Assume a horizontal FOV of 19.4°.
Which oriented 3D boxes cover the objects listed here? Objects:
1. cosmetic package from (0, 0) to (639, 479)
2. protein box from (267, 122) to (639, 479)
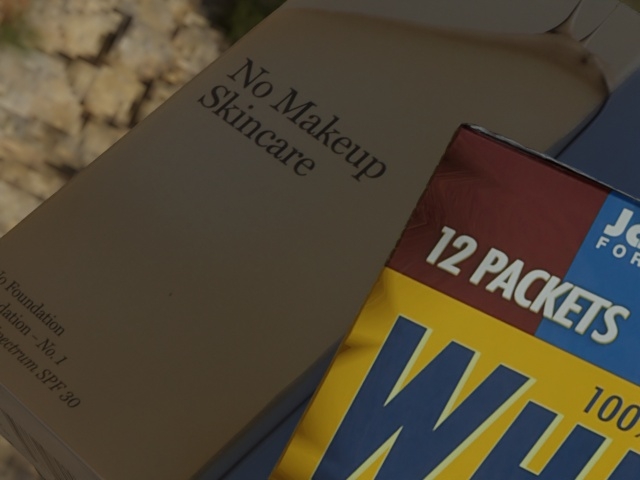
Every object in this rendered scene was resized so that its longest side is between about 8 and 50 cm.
[{"bbox_3d":[0.000,0.000,0.830,0.309,0.160,0.113,-43,148,-18],"label":"cosmetic package"},{"bbox_3d":[0.073,0.107,0.542,0.200,0.136,0.201,-61,158,-8],"label":"protein box"}]
